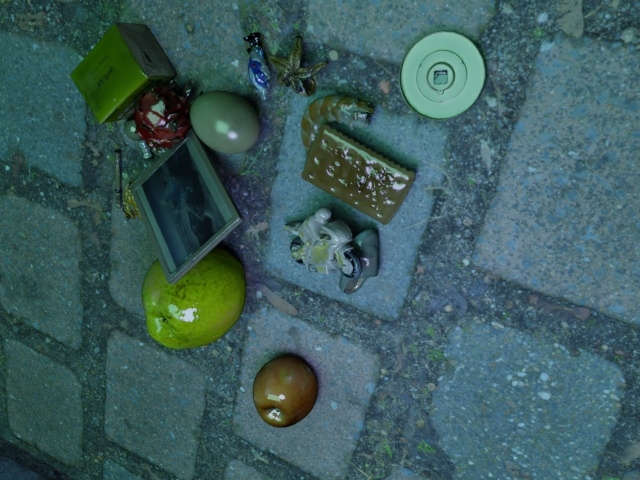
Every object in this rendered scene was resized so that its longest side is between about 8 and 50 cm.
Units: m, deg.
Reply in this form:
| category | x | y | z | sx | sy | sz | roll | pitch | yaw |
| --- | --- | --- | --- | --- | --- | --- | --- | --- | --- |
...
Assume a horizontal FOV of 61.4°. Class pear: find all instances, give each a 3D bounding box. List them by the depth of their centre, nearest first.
| category | x | y | z | sx | sy | sz | roll | pitch | yaw |
| --- | --- | --- | --- | --- | --- | --- | --- | --- | --- |
| pear | -0.443 | 0.196 | 1.867 | 0.390 | 0.391 | 0.392 | 9 | 113 | 21 |

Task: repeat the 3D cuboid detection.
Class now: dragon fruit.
| category | x | y | z | sx | sy | sz | roll | pitch | yaw |
| --- | --- | --- | --- | --- | --- | --- | --- | --- | --- |
| dragon fruit | -0.504 | -0.415 | 1.760 | 0.193 | 0.192 | 0.274 | 34 | 104 | 21 |

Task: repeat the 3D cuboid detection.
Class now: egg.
| category | x | y | z | sx | sy | sz | roll | pitch | yaw |
| --- | --- | --- | --- | --- | --- | --- | --- | --- | --- |
| egg | -0.300 | -0.372 | 1.687 | 0.241 | 0.186 | 0.186 | 34 | 120 | 15 |

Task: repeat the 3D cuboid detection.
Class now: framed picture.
| category | x | y | z | sx | sy | sz | roll | pitch | yaw |
| --- | --- | --- | --- | --- | --- | --- | --- | --- | --- |
| framed picture | -0.453 | -0.125 | 1.766 | 0.326 | 0.028 | 0.446 | -41 | 59 | 13 |

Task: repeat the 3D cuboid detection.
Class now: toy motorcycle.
| category | x | y | z | sx | sy | sz | roll | pitch | yaw |
| --- | --- | --- | --- | --- | --- | --- | --- | --- | --- |
| toy motorcycle | 0.000 | 0.000 | 1.697 | 0.340 | 0.107 | 0.223 | 9 | 115 | 50 |

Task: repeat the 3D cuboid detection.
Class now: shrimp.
| category | x | y | z | sx | sy | sz | roll | pitch | yaw |
| --- | --- | --- | --- | --- | --- | --- | --- | --- | --- |
| shrimp | 0.024 | -0.332 | 1.627 | 0.185 | 0.068 | 0.287 | 40 | 121 | 4 |

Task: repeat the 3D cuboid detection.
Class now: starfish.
| category | x | y | z | sx | sy | sz | roll | pitch | yaw |
| --- | --- | --- | --- | --- | --- | --- | --- | --- | --- |
| starfish | -0.078 | -0.522 | 1.600 | 0.189 | 0.074 | 0.146 | 32 | 125 | 12 |

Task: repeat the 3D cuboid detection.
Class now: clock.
| category | x | y | z | sx | sy | sz | roll | pitch | yaw |
| --- | --- | --- | --- | --- | --- | --- | --- | --- | --- |
| clock | 0.329 | -0.447 | 1.468 | 0.234 | 0.029 | 0.235 | 9 | 113 | 21 |

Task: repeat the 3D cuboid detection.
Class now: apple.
| category | x | y | z | sx | sy | sz | roll | pitch | yaw |
| --- | --- | --- | --- | --- | --- | --- | --- | --- | --- |
| apple | -0.133 | 0.553 | 1.950 | 0.253 | 0.253 | 0.254 | 9 | 113 | 21 |

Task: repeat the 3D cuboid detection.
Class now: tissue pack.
| category | x | y | z | sx | sy | sz | roll | pitch | yaw |
| --- | --- | --- | --- | --- | --- | --- | --- | --- | --- |
| tissue pack | -0.657 | -0.550 | 1.786 | 0.274 | 0.167 | 0.200 | -30 | 93 | 31 |

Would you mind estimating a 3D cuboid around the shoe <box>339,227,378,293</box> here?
| category | x | y | z | sx | sy | sz | roll | pitch | yaw |
| --- | --- | --- | --- | --- | --- | --- | --- | --- | --- |
| shoe | 0.134 | 0.083 | 1.714 | 0.100 | 0.103 | 0.251 | 42 | 129 | 33 |

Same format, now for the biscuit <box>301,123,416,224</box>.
| category | x | y | z | sx | sy | sz | roll | pitch | yaw |
| --- | --- | --- | --- | --- | --- | --- | --- | --- | --- |
| biscuit | 0.107 | -0.193 | 1.624 | 0.324 | 0.044 | 0.217 | 31 | 129 | 4 |

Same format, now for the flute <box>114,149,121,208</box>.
| category | x | y | z | sx | sy | sz | roll | pitch | yaw |
| --- | --- | --- | --- | --- | --- | --- | --- | --- | --- |
| flute | -0.768 | -0.229 | 2.044 | 0.027 | 0.027 | 0.233 | 17 | 115 | 17 |

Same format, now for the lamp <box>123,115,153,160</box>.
| category | x | y | z | sx | sy | sz | roll | pitch | yaw |
| --- | --- | --- | --- | --- | --- | --- | --- | --- | --- |
| lamp | -0.633 | -0.357 | 1.907 | 0.090 | 0.091 | 0.164 | 4 | 125 | 23 |

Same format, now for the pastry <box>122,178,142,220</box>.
| category | x | y | z | sx | sy | sz | roll | pitch | yaw |
| --- | --- | --- | --- | --- | --- | --- | --- | --- | --- |
| pastry | -0.626 | -0.120 | 1.979 | 0.249 | 0.102 | 0.154 | 34 | 123 | 7 |

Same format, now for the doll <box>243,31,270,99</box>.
| category | x | y | z | sx | sy | sz | roll | pitch | yaw |
| --- | --- | --- | --- | --- | --- | --- | --- | --- | --- |
| doll | -0.189 | -0.530 | 1.648 | 0.096 | 0.070 | 0.195 | 9 | 114 | 54 |
